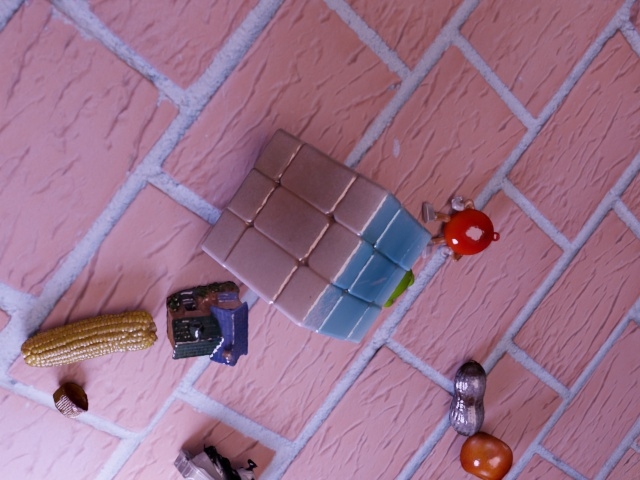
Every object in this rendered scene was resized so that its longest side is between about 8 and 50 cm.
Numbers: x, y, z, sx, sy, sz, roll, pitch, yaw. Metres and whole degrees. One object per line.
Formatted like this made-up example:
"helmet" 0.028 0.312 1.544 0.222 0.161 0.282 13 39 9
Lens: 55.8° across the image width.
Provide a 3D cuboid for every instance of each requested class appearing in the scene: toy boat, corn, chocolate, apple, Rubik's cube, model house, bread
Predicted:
"toy boat" -0.249 0.621 1.577 0.269 0.141 0.141 34 91 -29
"corn" -0.519 0.224 1.366 0.291 0.101 0.101 -11 109 -15
"chocolate" 0.449 0.484 1.836 0.110 0.110 0.248 -8 108 -20
"apple" 0.518 0.680 1.894 0.163 0.163 0.139 39 77 -27
"Rubik's cube" 0.000 0.000 1.326 0.316 0.319 0.322 -55 151 0
"model house" -0.261 0.205 1.420 0.183 0.172 0.166 -4 108 -21
"bread" -0.568 0.365 1.390 0.053 0.085 0.085 -37 116 -1

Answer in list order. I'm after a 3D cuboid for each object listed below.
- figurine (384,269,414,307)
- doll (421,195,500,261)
"figurine" 0.129 0.049 1.562 0.162 0.143 0.263 -44 106 -12
"doll" 0.387 -0.032 1.672 0.217 0.085 0.183 -1 105 -4
